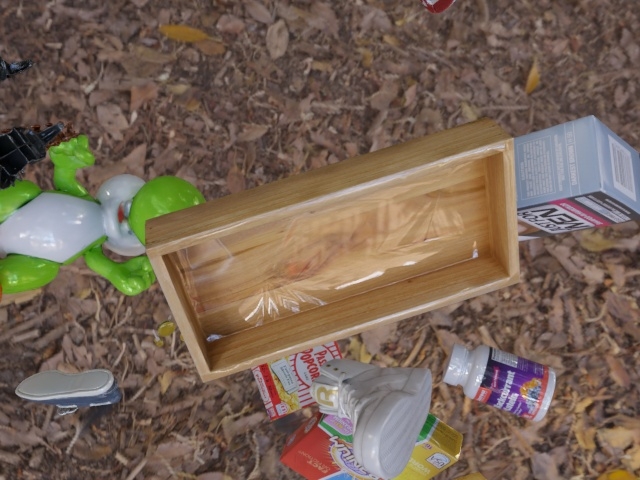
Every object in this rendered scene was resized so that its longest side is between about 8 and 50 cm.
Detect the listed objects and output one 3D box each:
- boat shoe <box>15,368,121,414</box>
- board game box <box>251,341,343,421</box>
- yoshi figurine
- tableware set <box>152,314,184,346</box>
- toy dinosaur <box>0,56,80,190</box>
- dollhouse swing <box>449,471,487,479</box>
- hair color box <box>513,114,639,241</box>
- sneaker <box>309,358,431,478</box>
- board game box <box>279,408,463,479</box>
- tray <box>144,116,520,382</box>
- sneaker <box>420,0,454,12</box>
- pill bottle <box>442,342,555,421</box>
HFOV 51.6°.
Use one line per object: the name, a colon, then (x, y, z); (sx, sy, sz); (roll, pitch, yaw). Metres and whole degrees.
boat shoe: (-0.585, 0.351, 1.540); (0.254, 0.079, 0.095); (-9, 36, 10)
board game box: (-0.041, 0.277, 1.398); (0.193, 0.045, 0.147); (-15, 75, -31)
yoshi figurine: (-0.298, -0.024, 0.880); (0.362, 0.204, 0.203); (-17, 52, -43)
tableware set: (-0.376, 0.236, 1.782); (0.154, 0.104, 0.024); (-26, 43, -18)
toy dinosaur: (-0.392, -0.102, 0.678); (0.164, 0.218, 0.322); (51, 36, -18)
dollhouse swing: (0.437, 0.591, 1.225); (0.304, 0.315, 0.347); (-21, 39, -22)
hair color box: (0.283, -0.068, 1.043); (0.185, 0.374, 0.114); (15, 70, -45)
sneaker: (0.053, 0.247, 0.952); (0.169, 0.292, 0.108); (4, 95, 19)
board game box: (0.093, 0.418, 1.332); (0.242, 0.316, 0.064); (34, 40, -4)
tray: (0.026, 0.013, 0.782); (0.410, 0.203, 0.076); (-17, 34, -4)
sneaker: (0.278, -0.497, 1.175); (0.087, 0.221, 0.128); (51, 63, -22)
pill bottle: (0.338, 0.264, 1.267); (0.193, 0.108, 0.108); (18, 59, 9)
